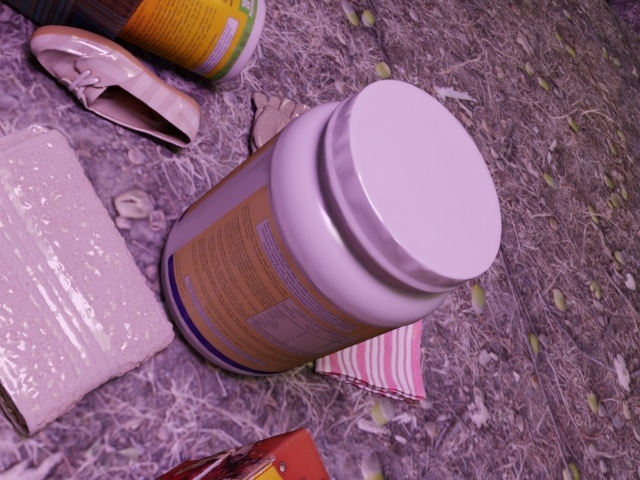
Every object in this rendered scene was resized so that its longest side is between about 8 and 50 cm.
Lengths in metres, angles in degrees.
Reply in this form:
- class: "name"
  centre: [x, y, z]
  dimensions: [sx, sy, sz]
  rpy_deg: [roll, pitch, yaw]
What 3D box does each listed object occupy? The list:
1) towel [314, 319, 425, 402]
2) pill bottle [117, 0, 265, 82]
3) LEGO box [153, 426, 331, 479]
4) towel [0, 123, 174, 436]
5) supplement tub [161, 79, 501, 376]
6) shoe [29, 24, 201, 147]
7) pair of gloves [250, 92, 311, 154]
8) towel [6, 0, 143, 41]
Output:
- class: "towel"
  centre: [0.075, 0.142, 0.911]
  dimensions: [0.197, 0.029, 0.144]
  rpy_deg: [24, 53, -31]
- class: "pill bottle"
  centre: [-0.206, -0.311, 0.814]
  dimensions: [0.245, 0.136, 0.136]
  rpy_deg: [18, 57, -35]
- class: "LEGO box"
  centre: [-0.076, 0.456, 0.462]
  dimensions: [0.372, 0.193, 0.500]
  rpy_deg: [-17, 81, -53]
- class: "towel"
  centre: [-0.280, 0.024, 0.636]
  dimensions: [0.187, 0.049, 0.282]
  rpy_deg: [-32, 92, -46]
- class: "supplement tub"
  centre: [0.000, 0.000, 0.697]
  dimensions: [0.241, 0.331, 0.241]
  rpy_deg: [20, 56, -34]
- class: "shoe"
  centre: [-0.238, -0.179, 0.760]
  dimensions: [0.219, 0.076, 0.058]
  rpy_deg: [26, 50, -33]
- class: "pair of gloves"
  centre: [-0.006, -0.107, 0.959]
  dimensions: [0.240, 0.042, 0.204]
  rpy_deg: [18, 61, -33]
- class: "towel"
  centre: [-0.342, -0.340, 0.616]
  dimensions: [0.370, 0.271, 0.040]
  rpy_deg: [32, 67, -27]
